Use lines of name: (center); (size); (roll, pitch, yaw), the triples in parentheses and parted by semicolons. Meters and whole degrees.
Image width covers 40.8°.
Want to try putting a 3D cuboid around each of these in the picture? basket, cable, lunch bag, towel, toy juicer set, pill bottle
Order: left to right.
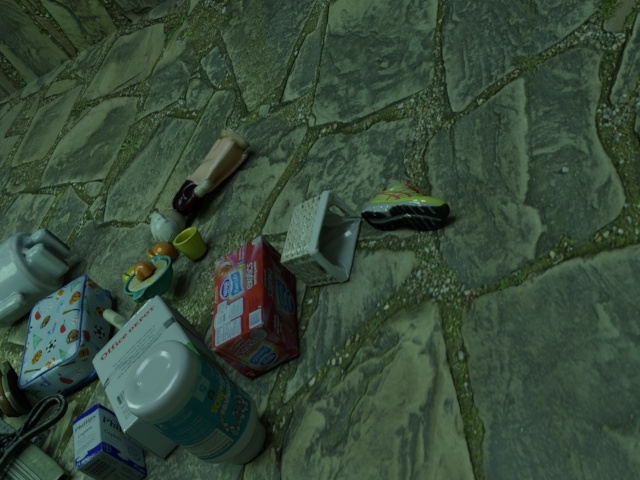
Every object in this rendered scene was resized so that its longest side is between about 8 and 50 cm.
towel: (-0.741, 0.572, 1.898); (0.324, 0.056, 0.312); (21, 57, 41)
cable: (-0.695, 0.444, 1.916); (0.287, 0.072, 0.139); (-31, 46, -9)
lunch bag: (-0.636, 0.241, 2.140); (0.243, 0.115, 0.303); (-32, 38, 21)
toy juicer set: (-0.431, 0.092, 2.054); (0.209, 0.089, 0.329); (-7, 37, 43)
pill bottle: (-0.212, 0.301, 1.534); (0.146, 0.264, 0.146); (-25, 41, 24)
basket: (0.000, 0.000, 1.763); (0.103, 0.113, 0.167); (-19, 43, 37)

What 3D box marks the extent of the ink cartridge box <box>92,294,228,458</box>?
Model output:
ink cartridge box: (-0.336, 0.276, 1.801); (0.211, 0.121, 0.289); (-45, 35, -2)

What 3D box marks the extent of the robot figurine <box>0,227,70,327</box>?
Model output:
robot figurine: (-0.866, 0.113, 2.413); (0.353, 0.200, 0.300); (-34, 32, 13)

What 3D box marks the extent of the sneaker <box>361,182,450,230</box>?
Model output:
sneaker: (0.173, -0.077, 1.697); (0.208, 0.081, 0.094); (3, 55, 46)

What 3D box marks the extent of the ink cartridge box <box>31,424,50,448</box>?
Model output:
ink cartridge box: (-0.685, 0.485, 2.009); (0.063, 0.029, 0.115); (-4, 51, 41)

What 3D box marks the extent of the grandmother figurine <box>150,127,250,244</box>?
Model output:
grandmother figurine: (-0.317, -0.133, 2.224); (0.342, 0.104, 0.208); (-53, 9, -8)

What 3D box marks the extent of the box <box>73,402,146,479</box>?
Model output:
box: (-0.427, 0.420, 1.742); (0.072, 0.126, 0.137); (-39, 36, 9)

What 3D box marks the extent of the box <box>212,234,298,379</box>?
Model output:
box: (-0.132, 0.132, 1.745); (0.128, 0.122, 0.257); (-29, 38, 20)

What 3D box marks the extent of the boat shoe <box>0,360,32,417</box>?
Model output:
boat shoe: (-0.780, 0.384, 2.099); (0.104, 0.111, 0.307); (-31, 12, -17)
